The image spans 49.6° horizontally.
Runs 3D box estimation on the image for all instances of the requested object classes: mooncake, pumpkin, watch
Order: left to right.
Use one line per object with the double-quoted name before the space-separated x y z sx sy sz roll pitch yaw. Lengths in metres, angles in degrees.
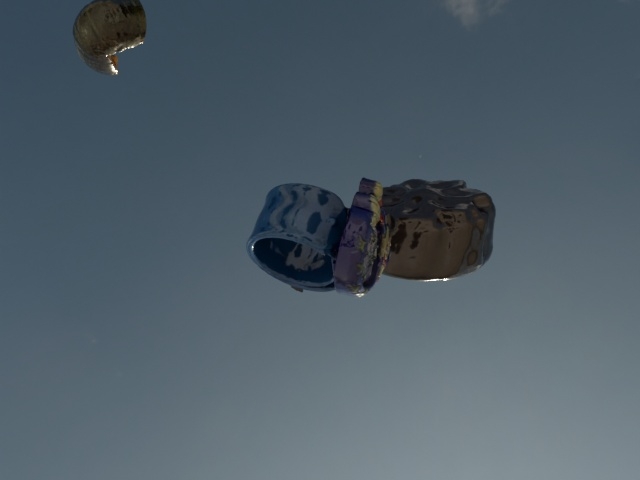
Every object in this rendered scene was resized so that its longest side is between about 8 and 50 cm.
"pumpkin" -0.440 -0.414 1.394 0.183 0.107 0.119 -37 -104 41
"watch" -0.003 0.001 1.070 0.200 0.171 0.196 10 -38 15
"mooncake" 0.195 -0.031 1.329 0.282 0.283 0.141 -1 -70 8
